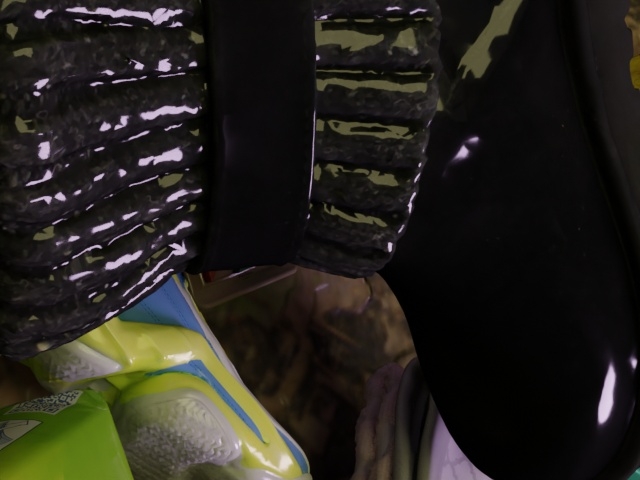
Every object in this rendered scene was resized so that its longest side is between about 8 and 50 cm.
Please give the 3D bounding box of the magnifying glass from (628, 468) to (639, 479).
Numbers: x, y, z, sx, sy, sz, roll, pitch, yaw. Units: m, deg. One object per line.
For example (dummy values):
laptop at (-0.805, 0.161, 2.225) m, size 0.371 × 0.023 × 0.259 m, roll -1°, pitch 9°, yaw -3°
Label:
magnifying glass at (0.163, 0.113, 0.733) m, size 0.231 × 0.026 × 0.092 m, roll -5°, pitch 71°, yaw -61°

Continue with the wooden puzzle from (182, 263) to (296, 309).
wooden puzzle at (-0.045, -0.009, 0.650) m, size 0.116 × 0.014 × 0.079 m, roll -31°, pitch 101°, yaw -39°

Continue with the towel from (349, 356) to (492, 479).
towel at (0.111, 0.264, 0.626) m, size 0.317 × 0.053 × 0.332 m, roll 43°, pitch 42°, yaw -33°

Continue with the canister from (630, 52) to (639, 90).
canister at (0.289, -0.090, 0.905) m, size 0.170 × 0.073 × 0.126 m, roll -25°, pitch 97°, yaw -41°

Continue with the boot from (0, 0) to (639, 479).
boot at (-0.003, -0.002, 0.488) m, size 0.260 × 0.131 × 0.348 m, roll -29°, pitch 117°, yaw -29°

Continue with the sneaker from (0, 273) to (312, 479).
sneaker at (-0.078, 0.023, 0.567) m, size 0.240 × 0.091 × 0.126 m, roll 43°, pitch 51°, yaw -30°

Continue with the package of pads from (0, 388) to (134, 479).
package of pads at (-0.115, 0.225, 0.432) m, size 0.229 × 0.101 × 0.297 m, roll -30°, pitch 102°, yaw -67°
